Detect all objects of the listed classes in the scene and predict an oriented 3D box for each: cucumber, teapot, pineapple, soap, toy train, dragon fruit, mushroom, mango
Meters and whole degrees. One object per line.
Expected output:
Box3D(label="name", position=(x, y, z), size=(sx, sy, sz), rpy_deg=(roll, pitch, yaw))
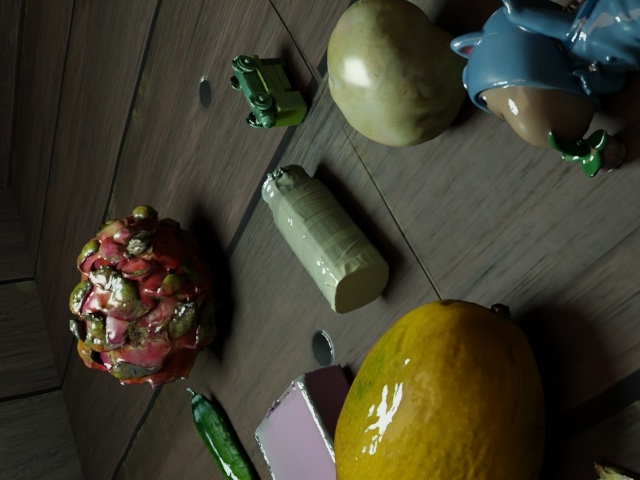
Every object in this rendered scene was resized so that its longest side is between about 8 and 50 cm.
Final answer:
Box3D(label="cucumber", position=(-0.180, 0.357, 1.156), size=(0.250, 0.056, 0.056), rpy_deg=(50, 135, 37))
Box3D(label="teapot", position=(0.000, 0.000, 0.798), size=(0.200, 0.077, 0.107), rpy_deg=(54, 157, 36))
Box3D(label="pineapple", position=(0.252, 0.207, 0.506), size=(0.083, 0.019, 0.045), rpy_deg=(5, 94, 57))
Box3D(label="soap", position=(0.020, 0.315, 0.819), size=(0.259, 0.081, 0.181), rpy_deg=(60, 141, 28))
Box3D(label="toy train", position=(-0.071, -0.199, 0.853), size=(0.122, 0.081, 0.050), rpy_deg=(66, 152, 25))
Box3D(label="dragon fruit", position=(-0.307, 0.086, 1.128), size=(0.269, 0.250, 0.291), rpy_deg=(-132, 37, -66))
Box3D(label="mushroom", position=(0.071, -0.160, 0.616), size=(0.148, 0.112, 0.148), rpy_deg=(36, 147, 29))
Box3D(label="mango", position=(0.100, 0.219, 0.601), size=(0.186, 0.144, 0.360), rpy_deg=(16, 109, 19))

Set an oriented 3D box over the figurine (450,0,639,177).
Box3D(label="figurine", position=(0.188, -0.119, 0.466), size=(0.178, 0.114, 0.145), rpy_deg=(-16, 85, 48))
